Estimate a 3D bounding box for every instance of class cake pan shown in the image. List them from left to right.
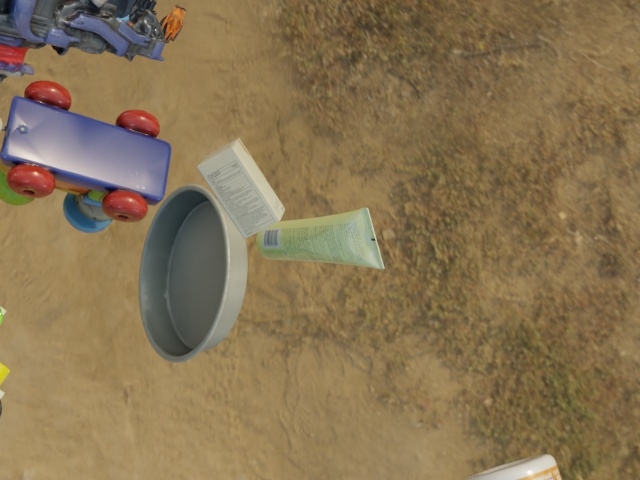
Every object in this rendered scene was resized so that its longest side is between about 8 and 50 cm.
[{"bbox_3d":[-0.210,0.055,1.574,0.054,0.293,0.293,8,117,-37],"label":"cake pan"}]

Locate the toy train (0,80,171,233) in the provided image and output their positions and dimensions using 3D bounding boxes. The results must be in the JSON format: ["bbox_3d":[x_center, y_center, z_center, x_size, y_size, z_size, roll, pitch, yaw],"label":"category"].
[{"bbox_3d":[-0.280,-0.077,0.895,0.248,0.105,0.143,15,156,-26],"label":"toy train"}]

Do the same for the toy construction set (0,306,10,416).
[{"bbox_3d":[-0.389,0.125,0.782,0.215,0.151,0.328,43,82,-24],"label":"toy construction set"}]

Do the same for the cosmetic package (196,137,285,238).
[{"bbox_3d":[-0.101,-0.067,1.230,0.060,0.041,0.115,-25,109,19],"label":"cosmetic package"}]

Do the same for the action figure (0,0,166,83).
[{"bbox_3d":[-0.306,-0.297,0.994,0.341,0.178,0.330,14,100,-58],"label":"action figure"}]

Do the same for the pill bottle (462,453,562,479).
[{"bbox_3d":[0.257,0.377,1.147,0.121,0.121,0.216,-18,78,3],"label":"pill bottle"}]

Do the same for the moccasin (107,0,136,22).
[{"bbox_3d":[-0.434,-0.476,1.542,0.342,0.138,0.117,27,106,-11],"label":"moccasin"}]

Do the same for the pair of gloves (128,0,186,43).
[{"bbox_3d":[-0.256,-0.344,1.489,0.083,0.010,0.074,18,130,-23],"label":"pair of gloves"}]

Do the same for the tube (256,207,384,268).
[{"bbox_3d":[0.000,0.000,1.432,0.070,0.240,0.062,35,67,-35],"label":"tube"}]
